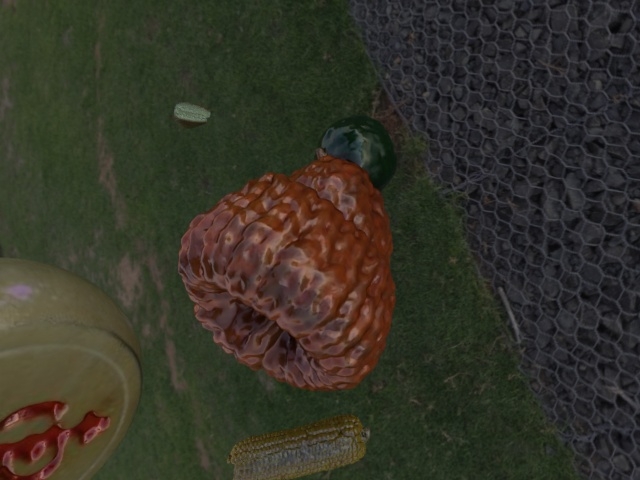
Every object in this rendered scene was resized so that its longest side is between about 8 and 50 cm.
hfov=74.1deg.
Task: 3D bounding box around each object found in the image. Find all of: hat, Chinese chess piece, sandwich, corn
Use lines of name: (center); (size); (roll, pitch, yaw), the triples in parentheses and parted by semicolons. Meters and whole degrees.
hat: (0.000, 0.000, 0.629); (0.285, 0.400, 0.285); (17, 133, 19)
Chinese chess piece: (-0.270, 0.136, 0.340); (0.097, 0.250, 0.251); (32, 114, 33)
sandwich: (-0.210, -0.198, 0.670); (0.083, 0.044, 0.031); (7, 83, 51)
corn: (-0.027, 0.298, 0.603); (0.068, 0.207, 0.068); (171, 90, -78)
